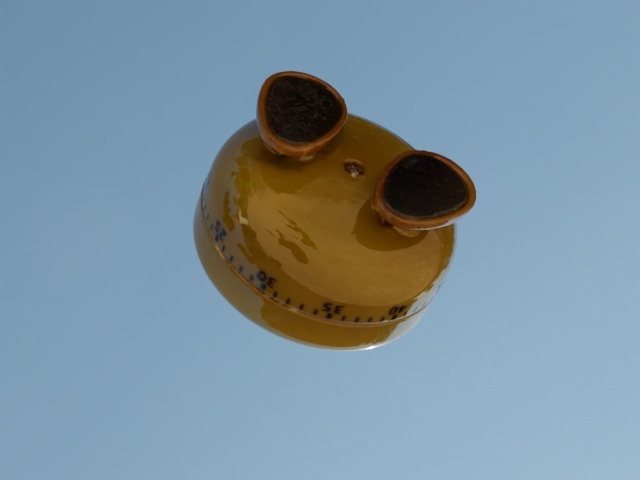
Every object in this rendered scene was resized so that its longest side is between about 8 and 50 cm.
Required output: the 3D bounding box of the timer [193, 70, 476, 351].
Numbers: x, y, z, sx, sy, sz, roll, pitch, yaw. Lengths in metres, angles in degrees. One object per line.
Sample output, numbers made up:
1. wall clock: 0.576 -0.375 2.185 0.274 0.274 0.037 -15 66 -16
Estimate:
1. timer: 0.000 0.000 0.564 0.107 0.109 0.107 13 -137 -13
